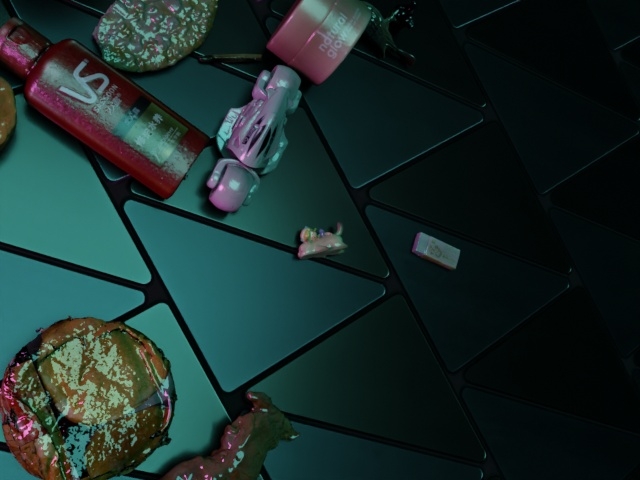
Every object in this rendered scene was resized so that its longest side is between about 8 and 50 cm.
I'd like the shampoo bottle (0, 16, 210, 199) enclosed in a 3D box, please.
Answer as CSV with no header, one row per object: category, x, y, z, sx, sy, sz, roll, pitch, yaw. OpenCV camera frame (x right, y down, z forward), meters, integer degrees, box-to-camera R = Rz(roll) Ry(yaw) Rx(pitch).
shampoo bottle,-0.312,-0.191,1.007,0.314,0.076,0.118,36,74,-14

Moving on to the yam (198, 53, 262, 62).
yam,-0.142,-0.291,1.133,0.107,0.014,0.014,-8,84,-25

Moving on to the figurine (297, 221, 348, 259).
figurine,0.000,0.000,1.131,0.083,0.047,0.051,-8,69,-17

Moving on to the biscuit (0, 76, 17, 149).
biscuit,-0.601,-0.177,0.856,0.385,0.062,0.365,-39,107,-20

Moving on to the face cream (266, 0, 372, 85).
face cream,-0.003,-0.336,1.127,0.104,0.149,0.149,35,69,-15

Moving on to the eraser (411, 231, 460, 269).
eraser,0.200,0.018,1.223,0.083,0.019,0.038,24,73,-18

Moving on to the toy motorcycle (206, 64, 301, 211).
toy motorcycle,-0.095,-0.161,1.079,0.112,0.112,0.254,28,72,-16

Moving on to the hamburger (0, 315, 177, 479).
hamburger,-0.301,0.207,0.927,0.230,0.107,0.231,7,74,-23

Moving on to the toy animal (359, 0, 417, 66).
toy animal,0.086,-0.380,1.222,0.202,0.070,0.105,16,93,-24

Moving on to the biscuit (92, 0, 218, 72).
biscuit,-0.233,-0.358,1.093,0.141,0.038,0.290,34,71,-16

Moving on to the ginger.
ginger,-0.152,0.340,0.990,0.290,0.084,0.122,-44,121,-27
